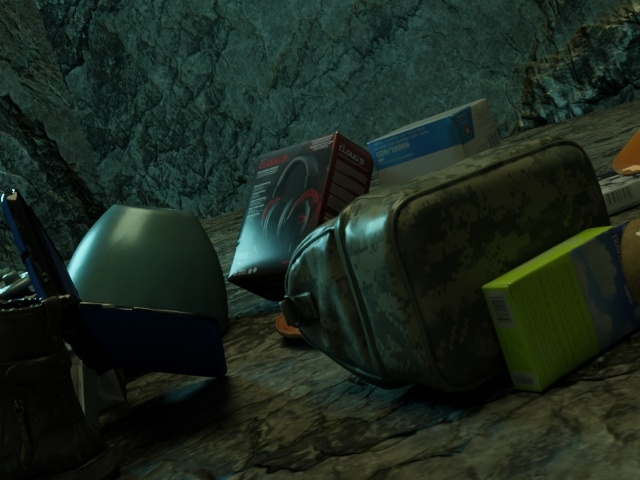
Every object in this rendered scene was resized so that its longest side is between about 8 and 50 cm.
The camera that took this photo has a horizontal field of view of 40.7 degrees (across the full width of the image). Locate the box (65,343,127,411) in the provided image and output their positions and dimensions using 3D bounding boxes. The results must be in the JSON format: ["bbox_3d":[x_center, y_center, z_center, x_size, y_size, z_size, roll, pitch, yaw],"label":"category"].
[{"bbox_3d":[-0.397,0.207,1.341,0.169,0.087,0.290,-20,8,-11],"label":"box"}]

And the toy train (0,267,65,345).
[{"bbox_3d":[-0.497,0.138,1.287,0.190,0.142,0.334,-37,18,-27],"label":"toy train"}]

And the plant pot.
[{"bbox_3d":[-0.294,0.041,1.473,0.290,0.195,0.290,6,2,0],"label":"plant pot"}]

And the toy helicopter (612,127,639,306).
[{"bbox_3d":[0.354,-0.041,0.806,0.140,0.235,0.355,-11,11,39],"label":"toy helicopter"}]

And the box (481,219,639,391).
[{"bbox_3d":[0.243,0.059,0.832,0.178,0.109,0.042,-23,8,-31],"label":"box"}]

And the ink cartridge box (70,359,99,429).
[{"bbox_3d":[-0.352,0.212,1.099,0.143,0.092,0.090,-15,-23,15],"label":"ink cartridge box"}]

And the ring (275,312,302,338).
[{"bbox_3d":[0.095,0.083,1.279,0.337,0.032,0.336,-18,9,3],"label":"ring"}]

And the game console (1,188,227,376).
[{"bbox_3d":[-0.250,0.066,1.091,0.173,0.250,0.293,-24,-18,-13],"label":"game console"}]

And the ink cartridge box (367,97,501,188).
[{"bbox_3d":[0.221,-0.098,1.485,0.168,0.232,0.171,-16,9,33],"label":"ink cartridge box"}]

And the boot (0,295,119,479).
[{"bbox_3d":[-0.346,0.170,0.964,0.263,0.229,0.091,-14,12,30],"label":"boot"}]

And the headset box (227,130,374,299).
[{"bbox_3d":[-0.031,-0.052,1.558,0.218,0.293,0.110,-9,-30,45],"label":"headset box"}]

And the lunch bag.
[{"bbox_3d":[0.135,0.023,0.943,0.305,0.212,0.256,-23,10,-31],"label":"lunch bag"}]

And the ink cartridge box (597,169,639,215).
[{"bbox_3d":[0.503,-0.091,1.481,0.206,0.045,0.208,-21,7,-11],"label":"ink cartridge box"}]
